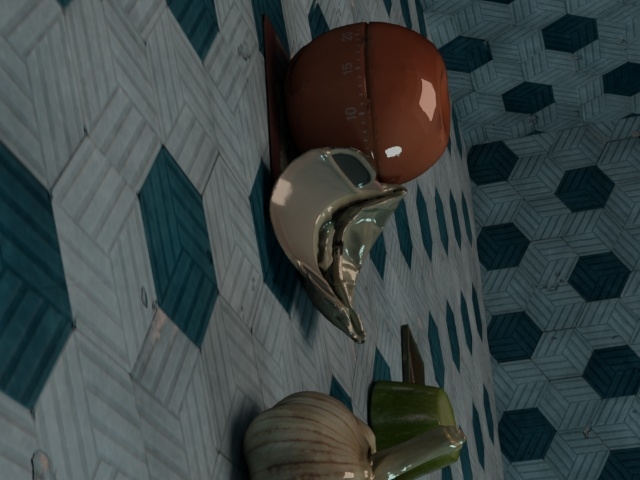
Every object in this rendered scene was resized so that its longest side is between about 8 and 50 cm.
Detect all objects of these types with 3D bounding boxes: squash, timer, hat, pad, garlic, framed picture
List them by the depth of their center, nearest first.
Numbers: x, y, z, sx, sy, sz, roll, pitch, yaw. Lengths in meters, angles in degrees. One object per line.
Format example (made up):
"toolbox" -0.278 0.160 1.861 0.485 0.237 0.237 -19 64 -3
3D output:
"garlic" 0.043 0.237 1.207 0.199 0.225 0.199 -15 90 -78
"hat" 0.000 0.000 1.519 0.226 0.164 0.220 29 68 -27
"pad" -0.039 -0.129 1.603 0.202 0.005 0.300 54 29 -63
"timer" 0.064 -0.181 1.611 0.229 0.214 0.230 -3 90 -77
"squash" 0.144 0.297 1.870 0.170 0.122 0.170 -13 90 -73
"framed picture" 0.178 0.282 2.242 0.150 0.015 0.203 65 20 -50
